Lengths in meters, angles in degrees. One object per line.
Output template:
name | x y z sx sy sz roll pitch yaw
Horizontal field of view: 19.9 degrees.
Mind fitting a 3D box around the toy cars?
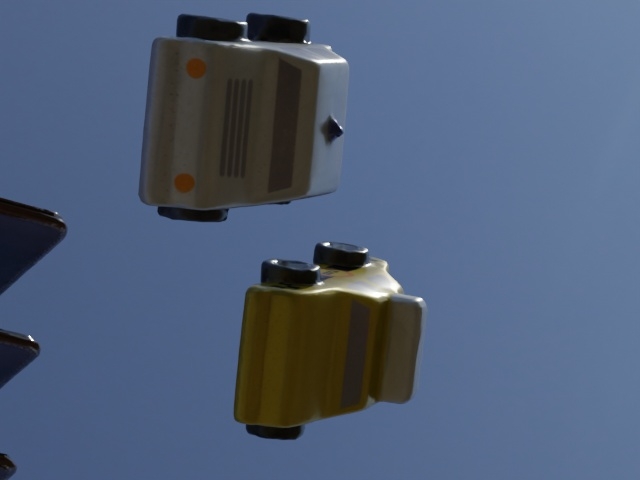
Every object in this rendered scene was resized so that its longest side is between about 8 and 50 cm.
toy cars | 0.000 0.000 1.000 0.393 0.087 0.176 73 -149 -54

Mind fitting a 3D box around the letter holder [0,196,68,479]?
letter holder | -0.323 0.057 1.107 0.302 0.214 0.152 12 -119 -29
